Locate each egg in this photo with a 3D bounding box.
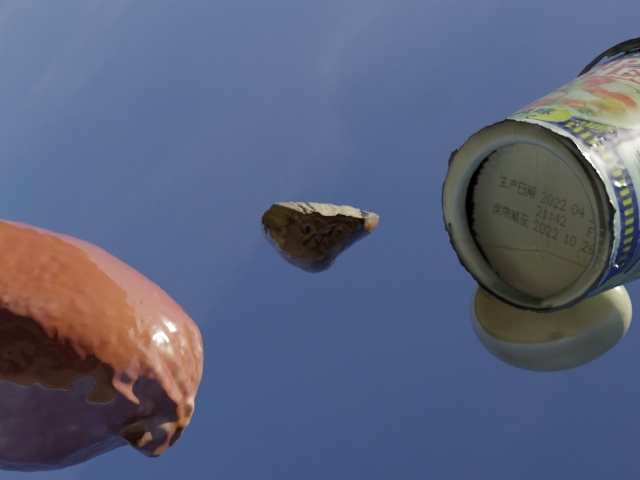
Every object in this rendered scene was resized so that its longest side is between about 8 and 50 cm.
[{"bbox_3d":[0.348,0.106,1.519,0.254,0.188,0.188,-6,-128,42],"label":"egg"}]

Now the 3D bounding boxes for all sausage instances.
[{"bbox_3d":[-0.194,0.057,0.560,0.148,0.254,0.148,-168,-90,-82],"label":"sausage"}]

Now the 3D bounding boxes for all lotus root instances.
[{"bbox_3d":[0.000,-0.002,1.316,0.135,0.159,0.095,-121,-149,-85],"label":"lotus root"}]

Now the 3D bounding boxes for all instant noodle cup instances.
[{"bbox_3d":[0.298,-0.059,1.064,0.284,0.284,0.312,-6,-169,46],"label":"instant noodle cup"}]
